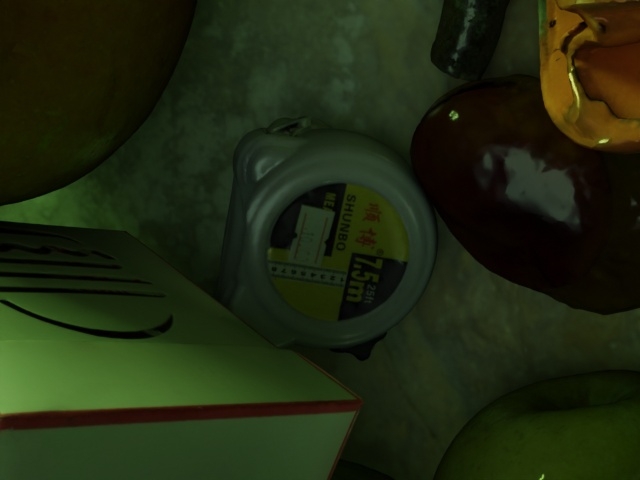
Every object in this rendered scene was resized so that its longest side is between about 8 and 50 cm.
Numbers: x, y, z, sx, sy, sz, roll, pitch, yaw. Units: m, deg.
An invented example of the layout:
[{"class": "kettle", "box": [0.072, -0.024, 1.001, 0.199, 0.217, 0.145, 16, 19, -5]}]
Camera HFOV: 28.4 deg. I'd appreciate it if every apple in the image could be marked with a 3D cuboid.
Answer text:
[{"class": "apple", "box": [-0.271, -0.212, 0.911, 0.374, 0.374, 0.384, 1, 113, 15]}, {"class": "apple", "box": [0.200, 0.209, 0.959, 0.260, 0.261, 0.194, -8, 99, 17]}]

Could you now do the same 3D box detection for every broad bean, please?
[{"class": "broad bean", "box": [0.174, -0.031, 0.967, 0.228, 0.122, 0.156, 43, 116, 1]}]

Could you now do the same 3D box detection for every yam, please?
[{"class": "yam", "box": [0.143, -0.254, 0.946, 0.061, 0.061, 0.274, 21, 111, 8]}]

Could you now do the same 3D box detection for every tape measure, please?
[{"class": "tape measure", "box": [0.003, 0.003, 1.026, 0.178, 0.105, 0.196, 13, 101, -12]}]

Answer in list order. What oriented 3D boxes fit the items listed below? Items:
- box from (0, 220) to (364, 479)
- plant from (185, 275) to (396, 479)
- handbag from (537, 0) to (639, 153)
[{"class": "box", "box": [-0.214, 0.175, 0.891, 0.300, 0.314, 0.312, 33, 108, 39]}, {"class": "plant", "box": [-0.067, 0.208, 1.029, 0.333, 0.251, 0.180, 41, 95, -1]}, {"class": "handbag", "box": [0.335, -0.184, 0.778, 0.410, 0.303, 0.116, -7, 120, 12]}]
